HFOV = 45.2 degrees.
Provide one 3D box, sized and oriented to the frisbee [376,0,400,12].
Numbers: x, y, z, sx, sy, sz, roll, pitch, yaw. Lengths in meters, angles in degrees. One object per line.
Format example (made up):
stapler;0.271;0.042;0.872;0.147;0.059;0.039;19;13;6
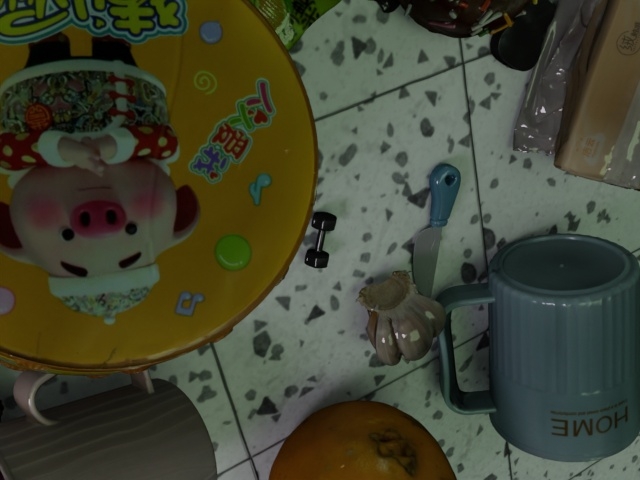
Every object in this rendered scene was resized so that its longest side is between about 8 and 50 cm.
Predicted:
frisbee;0.013;-0.349;1.013;0.187;0.012;0.211;-47;126;-4

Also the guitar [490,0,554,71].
guitar;0.337;-0.375;1.179;0.088;0.025;0.233;20;100;-33

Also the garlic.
garlic;0.131;0.151;1.236;0.131;0.127;0.194;-32;142;-19

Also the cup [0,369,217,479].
cup;-0.302;0.276;0.963;0.273;0.208;0.289;-13;80;-44

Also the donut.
donut;0.208;-0.403;1.040;0.269;0.103;0.270;-10;112;-27

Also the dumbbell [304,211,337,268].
dumbbell;0.000;0.000;1.138;0.035;0.040;0.083;11;107;1

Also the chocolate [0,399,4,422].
chocolate;-0.447;0.202;0.952;0.102;0.065;0.330;-9;113;-26

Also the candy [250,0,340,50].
candy;-0.078;-0.272;0.955;0.149;0.069;0.246;36;91;-30

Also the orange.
orange;0.065;0.406;1.187;0.312;0.312;0.312;-12;116;-25

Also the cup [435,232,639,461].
cup;0.385;0.168;1.333;0.257;0.331;0.311;-42;131;-50

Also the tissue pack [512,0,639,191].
tissue pack;0.448;-0.254;1.208;0.238;0.238;0.306;6;107;-31

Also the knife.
knife;0.179;-0.007;1.248;0.058;0.032;0.244;-4;116;-31

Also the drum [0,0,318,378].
drum;-0.222;-0.073;0.770;0.430;0.214;0.432;3;80;-19
